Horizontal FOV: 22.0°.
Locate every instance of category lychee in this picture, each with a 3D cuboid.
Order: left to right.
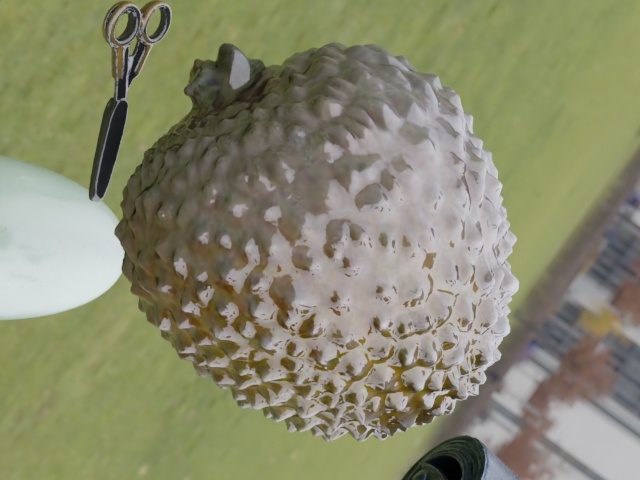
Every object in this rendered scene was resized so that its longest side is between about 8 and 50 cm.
[{"bbox_3d":[0.000,0.000,1.625,0.380,0.432,0.380,-32,-176,3],"label":"lychee"}]

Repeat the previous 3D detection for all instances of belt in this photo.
[{"bbox_3d":[0.125,0.262,1.601,0.141,0.082,0.190,-45,-168,2],"label":"belt"}]

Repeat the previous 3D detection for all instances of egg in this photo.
[{"bbox_3d":[-0.441,-0.003,2.290,0.371,0.230,0.230,8,128,-31],"label":"egg"}]

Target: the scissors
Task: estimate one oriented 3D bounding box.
[{"bbox_3d":[-0.204,-0.139,1.659,0.088,0.017,0.220,-14,127,-52],"label":"scissors"}]
